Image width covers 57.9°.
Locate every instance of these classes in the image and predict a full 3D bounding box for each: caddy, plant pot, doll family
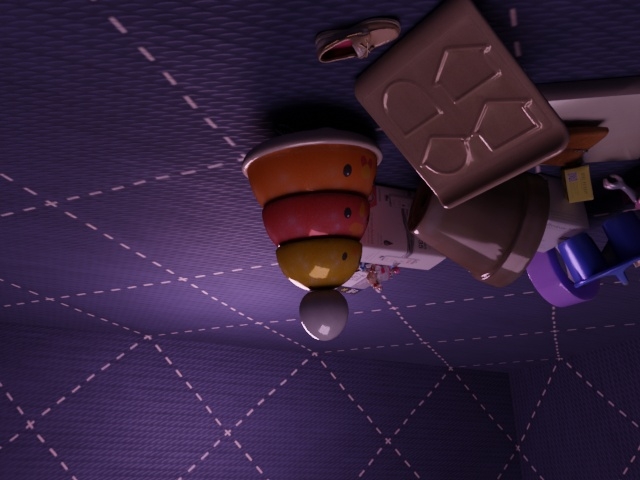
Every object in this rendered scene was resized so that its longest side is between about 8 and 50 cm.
[{"bbox_3d":[0.829,0.047,1.657,0.241,0.179,0.341,-32,163,24],"label":"caddy"},{"bbox_3d":[0.399,-0.066,1.554,0.280,0.323,0.323,18,153,-6],"label":"plant pot"},{"bbox_3d":[0.154,0.024,1.832,0.163,0.263,0.118,-20,-157,-38],"label":"doll family"}]

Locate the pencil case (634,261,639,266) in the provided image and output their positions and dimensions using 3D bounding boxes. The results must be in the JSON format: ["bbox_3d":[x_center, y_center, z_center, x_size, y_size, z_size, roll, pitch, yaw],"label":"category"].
[{"bbox_3d":[1.077,-0.013,1.797,0.183,0.160,0.410,-29,148,14],"label":"pencil case"}]

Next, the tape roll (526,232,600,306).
[{"bbox_3d":[0.769,0.069,1.844,0.275,0.275,0.090,15,152,-30],"label":"tape roll"}]

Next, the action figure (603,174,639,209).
[{"bbox_3d":[0.886,-0.101,1.453,0.248,0.276,0.370,-31,173,20],"label":"action figure"}]

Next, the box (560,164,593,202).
[{"bbox_3d":[0.652,-0.147,1.478,0.058,0.087,0.232,-9,-176,22],"label":"box"}]

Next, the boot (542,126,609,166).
[{"bbox_3d":[0.503,-0.232,1.275,0.280,0.096,0.264,2,153,-8],"label":"boot"}]

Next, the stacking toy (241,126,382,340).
[{"bbox_3d":[0.000,0.000,1.406,0.350,0.480,0.350,-6,171,-1],"label":"stacking toy"}]

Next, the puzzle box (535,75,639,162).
[{"bbox_3d":[0.579,-0.271,1.362,0.409,0.052,0.272,-2,156,6],"label":"puzzle box"}]

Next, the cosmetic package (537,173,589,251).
[{"bbox_3d":[0.640,-0.075,1.673,0.151,0.151,0.184,8,154,-21],"label":"cosmetic package"}]

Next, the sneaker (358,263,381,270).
[{"bbox_3d":[0.154,0.036,1.955,0.111,0.121,0.300,-19,175,43],"label":"sneaker"}]

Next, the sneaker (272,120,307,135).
[{"bbox_3d":[-0.074,-0.256,1.416,0.109,0.040,0.044,18,152,-34],"label":"sneaker"}]

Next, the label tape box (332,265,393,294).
[{"bbox_3d":[0.137,0.115,2.158,0.333,0.106,0.240,12,154,-23],"label":"label tape box"}]

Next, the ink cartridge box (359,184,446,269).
[{"bbox_3d":[0.212,-0.041,1.688,0.283,0.207,0.117,7,157,-17],"label":"ink cartridge box"}]

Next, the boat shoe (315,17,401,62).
[{"bbox_3d":[0.072,-0.379,1.117,0.170,0.059,0.063,-8,154,19],"label":"boat shoe"}]

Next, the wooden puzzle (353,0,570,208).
[{"bbox_3d":[0.274,-0.268,1.163,0.348,0.080,0.322,52,139,-7],"label":"wooden puzzle"}]
